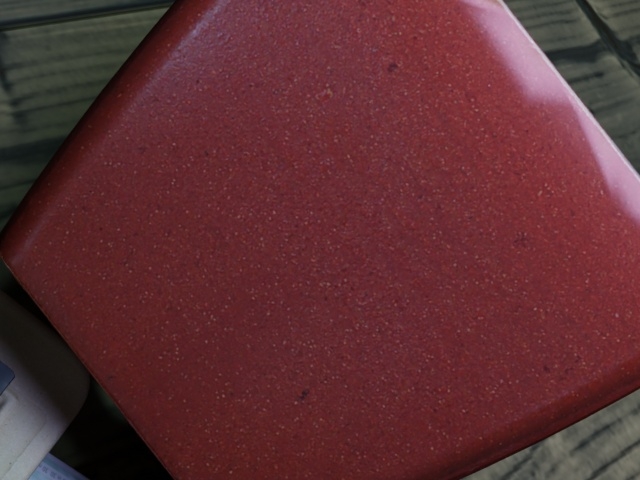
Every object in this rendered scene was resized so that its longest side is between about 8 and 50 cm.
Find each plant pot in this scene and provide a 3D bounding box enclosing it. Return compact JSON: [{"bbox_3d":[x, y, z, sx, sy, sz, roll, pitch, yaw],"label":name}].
[{"bbox_3d":[0.000,0.000,0.824,0.267,0.236,0.267,52,0,-1],"label":"plant pot"}]

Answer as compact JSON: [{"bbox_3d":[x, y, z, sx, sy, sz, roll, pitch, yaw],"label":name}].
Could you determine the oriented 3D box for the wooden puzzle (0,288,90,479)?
[{"bbox_3d":[-0.231,0.062,0.714,0.221,0.044,0.238,39,42,-4],"label":"wooden puzzle"}]

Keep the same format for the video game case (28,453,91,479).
[{"bbox_3d":[-0.154,0.165,0.757,0.201,0.023,0.183,37,41,-19],"label":"video game case"}]
